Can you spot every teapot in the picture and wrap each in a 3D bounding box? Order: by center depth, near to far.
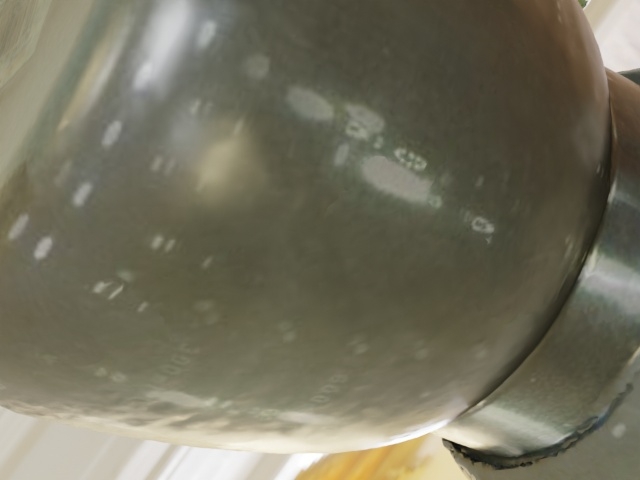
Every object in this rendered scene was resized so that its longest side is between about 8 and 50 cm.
[{"bbox_3d":[0.005,0.011,0.486,0.285,0.305,0.223,24,-150,-25],"label":"teapot"}]

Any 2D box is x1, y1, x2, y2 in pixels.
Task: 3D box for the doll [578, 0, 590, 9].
[{"bbox_3d":[0.052,-0.236,0.561,0.268,0.216,0.284,32,130,-9],"label":"doll"}]
